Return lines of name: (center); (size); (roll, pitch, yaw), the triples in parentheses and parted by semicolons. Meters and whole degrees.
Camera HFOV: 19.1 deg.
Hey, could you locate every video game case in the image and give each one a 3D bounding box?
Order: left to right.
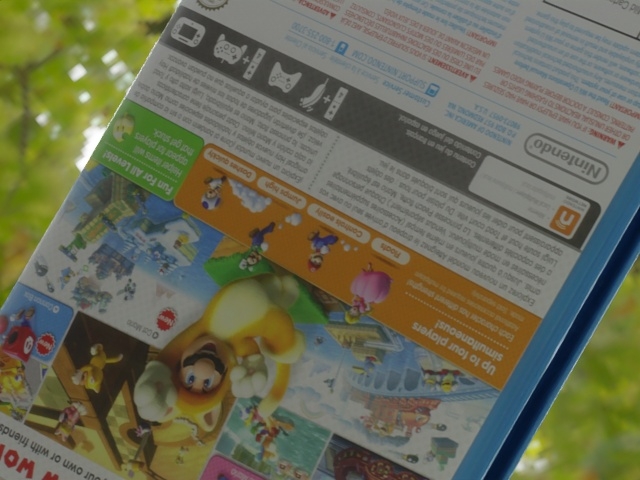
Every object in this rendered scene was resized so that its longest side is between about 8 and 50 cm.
video game case: (0.000, 0.000, 0.371); (0.166, 0.119, 0.015); (-60, -35, -2)
